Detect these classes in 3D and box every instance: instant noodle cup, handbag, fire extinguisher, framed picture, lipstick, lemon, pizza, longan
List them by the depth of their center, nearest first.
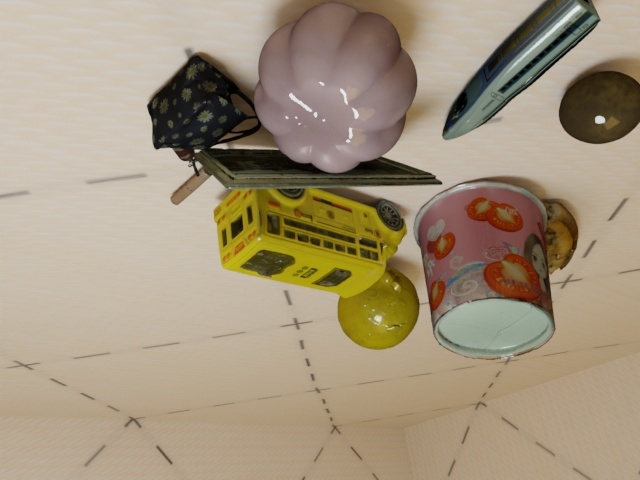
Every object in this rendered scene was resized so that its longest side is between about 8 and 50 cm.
[{"bbox_3d":[-0.133,-0.157,0.716,0.115,0.072,0.139,-32,157,33],"label":"handbag"},{"bbox_3d":[-0.011,-0.097,0.732,0.274,0.217,0.017,-3,108,-23],"label":"framed picture"},{"bbox_3d":[0.383,-0.182,0.778,0.106,0.106,0.119,-15,-168,12],"label":"longan"},{"bbox_3d":[-0.181,-0.134,0.780,0.046,0.032,0.100,-43,151,-9],"label":"fire extinguisher"},{"bbox_3d":[-0.198,-0.083,0.868,0.019,0.019,0.094,20,140,-41],"label":"lipstick"},{"bbox_3d":[0.284,0.061,0.985,0.243,0.231,0.243,4,140,3],"label":"instant noodle cup"},{"bbox_3d":[0.398,0.009,1.146,0.287,0.074,0.251,-7,149,-6],"label":"pizza"},{"bbox_3d":[0.123,0.139,1.201,0.173,0.173,0.206,0,138,-15],"label":"lemon"}]

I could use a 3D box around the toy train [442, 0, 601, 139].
[{"bbox_3d":[0.229,-0.209,0.719,0.048,0.055,0.252,10,146,-31],"label":"toy train"}]

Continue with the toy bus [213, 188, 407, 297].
[{"bbox_3d":[0.000,0.000,0.935,0.330,0.152,0.144,15,142,-36],"label":"toy bus"}]

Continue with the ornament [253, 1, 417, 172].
[{"bbox_3d":[0.018,-0.170,0.627,0.177,0.178,0.177,-7,151,-4],"label":"ornament"}]
